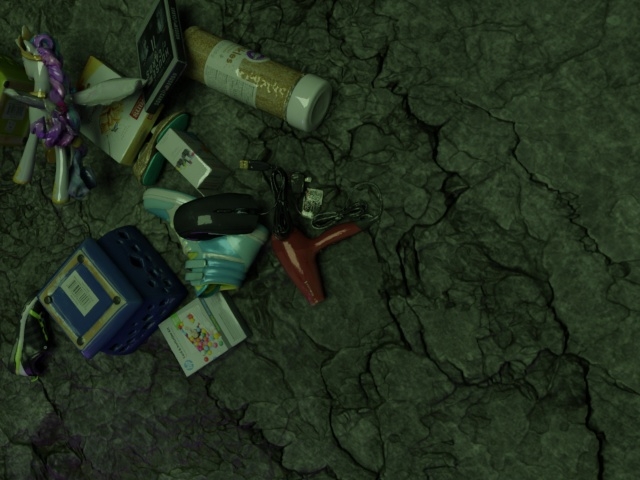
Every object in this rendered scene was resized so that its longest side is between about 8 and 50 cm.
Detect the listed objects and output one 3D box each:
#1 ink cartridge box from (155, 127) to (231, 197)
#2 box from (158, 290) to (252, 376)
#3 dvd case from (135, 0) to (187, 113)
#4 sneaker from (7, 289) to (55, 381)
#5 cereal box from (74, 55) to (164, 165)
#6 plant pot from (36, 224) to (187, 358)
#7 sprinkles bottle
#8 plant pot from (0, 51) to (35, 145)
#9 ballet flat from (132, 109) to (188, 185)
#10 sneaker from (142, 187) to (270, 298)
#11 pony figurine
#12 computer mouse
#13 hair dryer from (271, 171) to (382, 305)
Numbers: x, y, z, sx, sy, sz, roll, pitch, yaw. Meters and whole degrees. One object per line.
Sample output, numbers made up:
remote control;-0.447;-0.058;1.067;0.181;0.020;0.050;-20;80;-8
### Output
ink cartridge box;-0.278;-0.172;1.739;0.181;0.104;0.061;45;105;11
box;-0.272;0.210;1.786;0.186;0.038;0.145;-34;80;18
dvd case;-0.363;-0.431;1.712;0.179;0.030;0.238;-44;49;42
sneaker;-0.717;0.241;1.929;0.097;0.084;0.234;16;98;-7
cereal box;-0.503;-0.312;1.822;0.240;0.047;0.173;36;102;25
plant pot;-0.496;0.124;1.767;0.236;0.212;0.236;-45;79;16
sprinkles bottle;-0.153;-0.359;1.683;0.355;0.121;0.121;26;100;16
plant pot;-0.826;-0.353;1.861;0.207;0.228;0.227;25;99;10
ballet flat;-0.387;-0.229;1.796;0.067;0.073;0.206;38;100;29
sneaker;-0.294;0.011;1.722;0.319;0.127;0.208;20;84;18
pony figurine;-0.588;-0.279;1.707;0.351;0.303;0.363;23;117;38
computer mouse;-0.191;-0.093;1.643;0.262;0.060;0.184;0;76;3
hair dryer;0.000;0.000;1.665;0.224;0.080;0.293;14;97;17
